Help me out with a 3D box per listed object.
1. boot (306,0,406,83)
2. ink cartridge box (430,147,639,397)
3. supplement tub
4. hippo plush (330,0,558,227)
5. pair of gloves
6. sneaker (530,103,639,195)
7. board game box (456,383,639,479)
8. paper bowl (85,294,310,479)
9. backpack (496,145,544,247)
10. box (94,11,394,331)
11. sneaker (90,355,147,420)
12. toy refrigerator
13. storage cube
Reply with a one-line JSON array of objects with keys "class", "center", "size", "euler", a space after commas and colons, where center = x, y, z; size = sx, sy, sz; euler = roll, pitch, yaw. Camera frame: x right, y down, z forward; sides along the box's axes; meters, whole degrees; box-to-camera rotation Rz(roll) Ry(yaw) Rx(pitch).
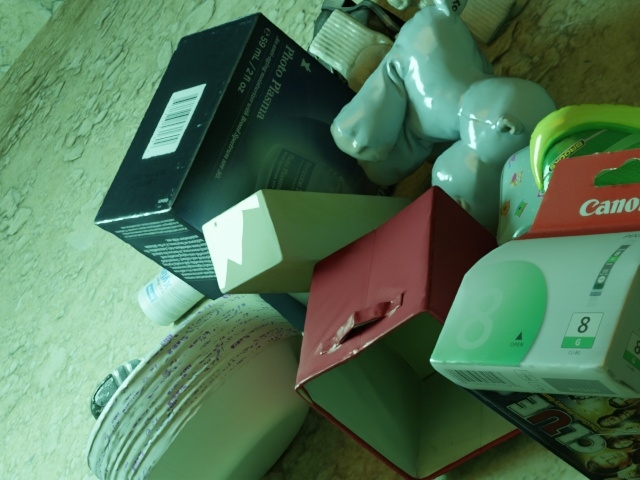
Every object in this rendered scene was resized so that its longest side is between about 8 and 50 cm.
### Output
[{"class": "boot", "center": [0.025, -0.233, 2.023], "size": [0.229, 0.091, 0.263], "euler": [-61, 30, 1]}, {"class": "ink cartridge box", "center": [0.197, 0.010, 1.076], "size": [0.181, 0.056, 0.224], "euler": [-5, 57, 52]}, {"class": "supplement tub", "center": [-0.206, 0.068, 2.038], "size": [0.107, 0.071, 0.071], "euler": [-40, 33, 22]}, {"class": "hippo plush", "center": [0.189, -0.146, 1.631], "size": [0.236, 0.234, 0.294], "euler": [40, 111, 30]}, {"class": "pair of gloves", "center": [0.116, -0.287, 1.871], "size": [0.240, 0.042, 0.204], "euler": [-48, 68, 11]}, {"class": "sneaker", "center": [0.340, -0.056, 1.279], "size": [0.109, 0.296, 0.123], "euler": [75, -164, -76]}, {"class": "board game box", "center": [0.251, 0.132, 1.171], "size": [0.165, 0.243, 0.042], "euler": [-29, 38, 37]}, {"class": "paper bowl", "center": [-0.123, 0.207, 1.630], "size": [0.148, 0.284, 0.284], "euler": [40, 95, 17]}, {"class": "backpack", "center": [0.274, -0.032, 1.409], "size": [0.188, 0.144, 0.166], "euler": [-22, 38, 31]}, {"class": "box", "center": [-0.076, -0.078, 1.782], "size": [0.183, 0.294, 0.296], "euler": [-6, 55, 49]}, {"class": "sneaker", "center": [-0.189, 0.186, 1.837], "size": [0.229, 0.086, 0.132], "euler": [-28, -15, -10]}, {"class": "toy refrigerator", "center": [0.000, 0.000, 1.617], "size": [0.102, 0.269, 0.094], "euler": [-30, 70, 37]}, {"class": "storage cube", "center": [0.109, 0.099, 1.441], "size": [0.184, 0.215, 0.193], "euler": [-34, 29, 31]}]
